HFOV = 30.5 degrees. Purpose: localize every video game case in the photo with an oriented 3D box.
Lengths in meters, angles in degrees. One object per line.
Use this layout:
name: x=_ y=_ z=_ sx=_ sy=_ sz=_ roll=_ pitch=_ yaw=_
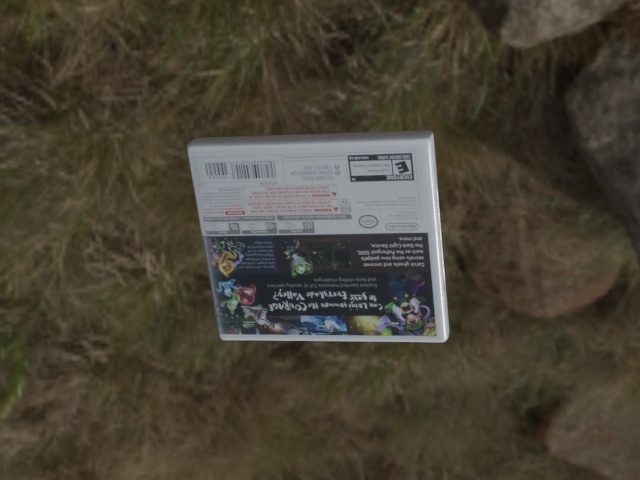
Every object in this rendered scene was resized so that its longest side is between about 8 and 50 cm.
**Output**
video game case: x=0.000 y=0.000 z=0.914 sx=0.190 sy=0.022 sz=0.173 roll=-1 pitch=115 yaw=14
